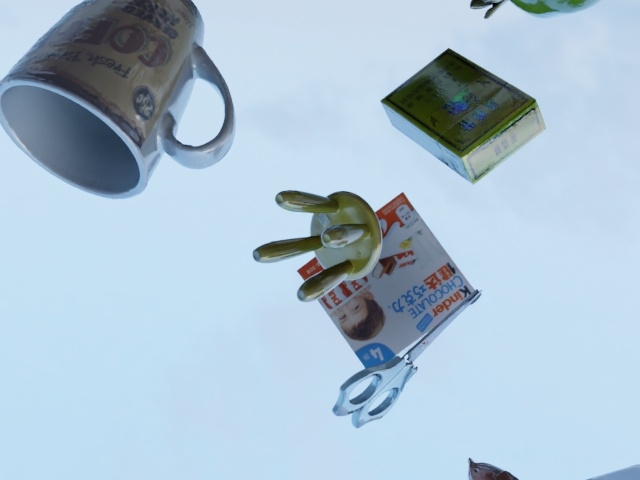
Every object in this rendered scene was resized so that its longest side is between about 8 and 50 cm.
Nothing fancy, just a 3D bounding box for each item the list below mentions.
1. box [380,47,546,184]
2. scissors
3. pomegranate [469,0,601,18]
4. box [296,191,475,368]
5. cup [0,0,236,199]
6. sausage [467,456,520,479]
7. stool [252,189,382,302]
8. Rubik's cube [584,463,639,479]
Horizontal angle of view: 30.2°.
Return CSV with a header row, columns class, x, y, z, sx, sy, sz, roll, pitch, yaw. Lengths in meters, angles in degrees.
class,x,y,z,sx,sy,sz,roll,pitch,yaw
box,0.205,-0.185,1.734,0.141,0.064,0.220,-38,-141,-9
scissors,0.175,0.218,2.239,0.029,0.360,0.191,49,-177,35
pomegranate,0.277,-0.359,1.507,0.225,0.187,0.187,-34,-142,-19
box,0.134,0.087,2.374,0.265,0.273,0.048,54,-175,13
cup,-0.232,-0.207,1.543,0.301,0.227,0.257,21,-116,16
sausage,0.368,0.464,1.778,0.087,0.088,0.433,-8,-147,-37
stool,0.000,0.000,1.420,0.135,0.134,0.110,-13,-179,43
Rubik's cube,0.649,0.509,1.806,0.363,0.362,0.359,-17,-179,-17
